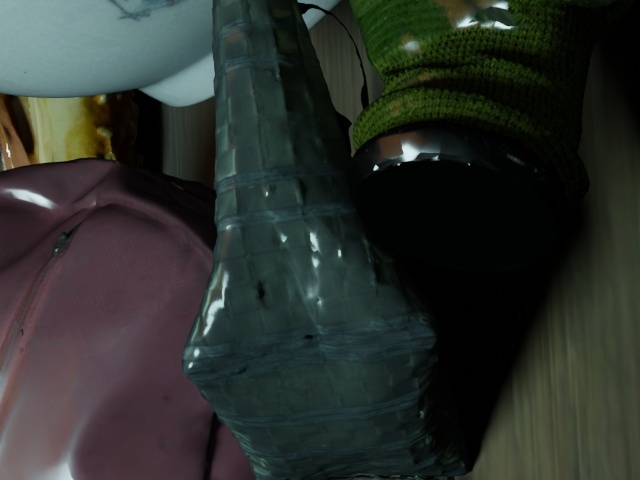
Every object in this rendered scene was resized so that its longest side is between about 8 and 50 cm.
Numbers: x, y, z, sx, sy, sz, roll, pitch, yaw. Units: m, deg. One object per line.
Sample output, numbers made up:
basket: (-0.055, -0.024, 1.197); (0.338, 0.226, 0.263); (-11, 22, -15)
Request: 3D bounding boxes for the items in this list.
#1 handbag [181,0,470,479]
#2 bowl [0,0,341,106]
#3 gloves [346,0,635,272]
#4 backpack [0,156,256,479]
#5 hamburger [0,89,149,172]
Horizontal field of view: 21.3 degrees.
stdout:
handbag: (0.000, 0.000, 0.675); (0.270, 0.088, 0.175); (70, -167, -66)
bowl: (-0.065, -0.163, 0.760); (0.157, 0.345, 0.345); (50, 167, -19)
gloves: (0.060, -0.118, 0.588); (0.135, 0.107, 0.268); (-12, 65, 36)
backpack: (-0.118, 0.117, 0.876); (0.283, 0.197, 0.317); (15, 97, 27)
hamburger: (-0.238, -0.053, 1.154); (0.291, 0.225, 0.291); (173, 90, -70)
